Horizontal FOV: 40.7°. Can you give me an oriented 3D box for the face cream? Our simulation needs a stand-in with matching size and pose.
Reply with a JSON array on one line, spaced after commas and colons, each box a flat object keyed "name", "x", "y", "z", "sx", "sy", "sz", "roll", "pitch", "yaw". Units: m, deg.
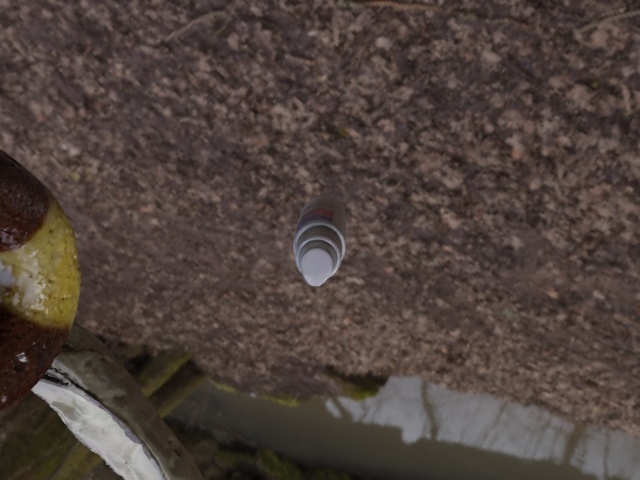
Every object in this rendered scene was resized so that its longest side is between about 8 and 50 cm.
[{"name": "face cream", "x": 0.000, "y": 0.000, "z": 0.555, "sx": 0.034, "sy": 0.034, "sz": 0.130, "roll": 43, "pitch": -168, "yaw": -9}]

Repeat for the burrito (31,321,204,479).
[{"name": "burrito", "x": -0.147, "y": 0.135, "z": 0.626, "sx": 0.230, "sy": 0.058, "sz": 0.063, "roll": 59, "pitch": -173, "yaw": -19}]

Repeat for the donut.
[{"name": "donut", "x": -0.196, "y": 0.023, "z": 0.451, "sx": 0.073, "sy": 0.166, "sz": 0.184, "roll": 17, "pitch": 156, "yaw": 23}]
